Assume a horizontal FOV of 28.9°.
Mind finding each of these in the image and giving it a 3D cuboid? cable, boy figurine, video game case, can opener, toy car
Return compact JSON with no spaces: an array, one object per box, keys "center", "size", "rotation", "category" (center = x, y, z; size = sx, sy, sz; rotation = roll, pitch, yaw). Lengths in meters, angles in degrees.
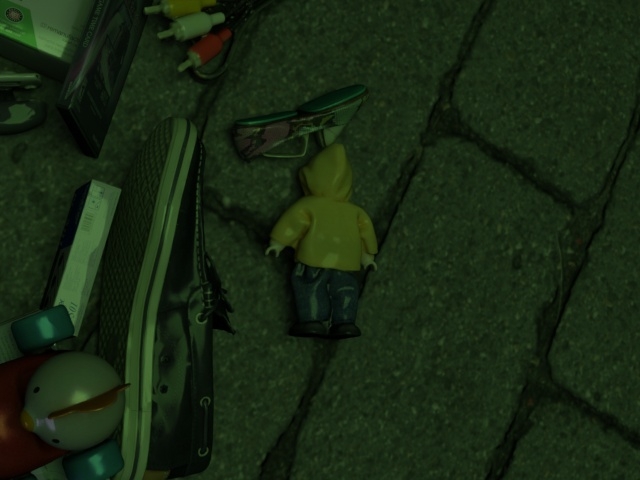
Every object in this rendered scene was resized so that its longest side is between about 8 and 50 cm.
[{"center":[-0.118,-0.332,1.819],"size":[0.287,0.072,0.140],"rotation":[-33,102,-24],"category":"cable"},{"center":[0.000,0.000,1.817],"size":[0.177,0.092,0.285],"rotation":[2,82,-23],"category":"boy figurine"},{"center":[-0.283,-0.268,1.678],"size":[0.026,0.196,0.274],"rotation":[16,76,4],"category":"video game case"},{"center":[-0.503,-0.183,1.634],"size":[0.283,0.076,0.095],"rotation":[-6,85,-23],"category":"can opener"},{"center":[-0.313,0.194,1.431],"size":[0.210,0.238,0.219],"rotation":[-20,91,-31],"category":"toy car"}]

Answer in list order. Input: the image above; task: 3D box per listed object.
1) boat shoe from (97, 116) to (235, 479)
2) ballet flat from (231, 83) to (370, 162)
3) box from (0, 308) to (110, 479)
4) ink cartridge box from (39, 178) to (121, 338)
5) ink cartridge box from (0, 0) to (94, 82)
[{"center":[-0.200,0.085,1.677],"size":[0.156,0.186,0.501],"rotation":[6,86,-27],"category":"boat shoe"},{"center":[-0.025,-0.167,1.845],"size":[0.221,0.077,0.079],"rotation":[-19,109,-19],"category":"ballet flat"},{"center":[-0.421,0.250,1.569],"size":[0.231,0.126,0.262],"rotation":[-24,93,-33],"category":"box"},{"center":[-0.327,0.027,1.669],"size":[0.046,0.097,0.207],"rotation":[20,75,-21],"category":"ink cartridge box"},{"center":[-0.362,-0.344,1.706],"size":[0.154,0.093,0.213],"rotation":[23,73,-18],"category":"ink cartridge box"}]
